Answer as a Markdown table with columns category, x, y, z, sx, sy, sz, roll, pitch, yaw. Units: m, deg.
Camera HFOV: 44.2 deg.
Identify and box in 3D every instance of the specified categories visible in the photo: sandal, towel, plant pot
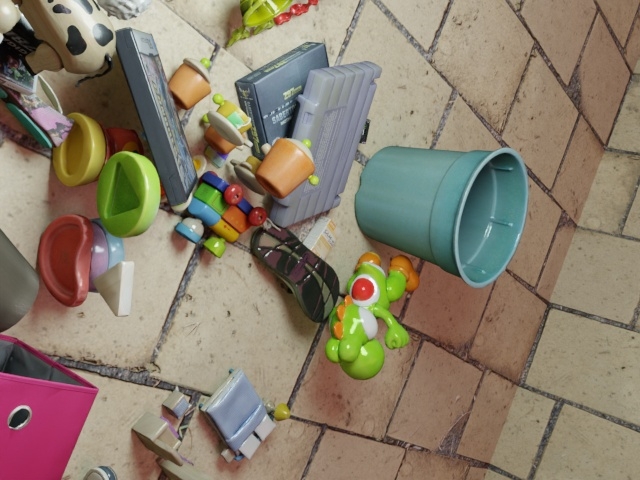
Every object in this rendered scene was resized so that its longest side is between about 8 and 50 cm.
| category | x | y | z | sx | sy | sz | roll | pitch | yaw |
| --- | --- | --- | --- | --- | --- | --- | --- | --- | --- |
| sandal | -0.057 | 0.066 | 1.815 | 0.120 | 0.086 | 0.303 | -49 | 121 | -19 |
| towel | -0.200 | -0.194 | 1.596 | 0.083 | 0.009 | 0.060 | -60 | 141 | -16 |
| plant pot | 0.290 | -0.088 | 1.967 | 0.341 | 0.334 | 0.341 | -21 | 118 | -44 |

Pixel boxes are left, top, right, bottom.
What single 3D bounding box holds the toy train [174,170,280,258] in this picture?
| category | x | y | z | sx | sy | sz | roll | pitch | yaw |
| --- | --- | --- | --- | --- | --- | --- | --- | --- | --- |
| toy train | -0.183 | -0.022 | 1.616 | 0.143 | 0.105 | 0.248 | -54 | 139 | -7 |

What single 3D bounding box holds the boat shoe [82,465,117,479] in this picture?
| category | x | y | z | sx | sy | sz | roll | pitch | yaw |
| --- | --- | --- | --- | --- | --- | --- | --- | --- | --- |
| boat shoe | -0.410 | 0.541 | 1.545 | 0.079 | 0.095 | 0.254 | -20 | 119 | -44 |

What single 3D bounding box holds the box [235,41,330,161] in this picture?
| category | x | y | z | sx | sy | sz | roll | pitch | yaw |
| --- | --- | --- | --- | --- | --- | --- | --- | --- | --- |
| box | -0.065 | -0.297 | 1.680 | 0.233 | 0.059 | 0.183 | -38 | 130 | -37 |

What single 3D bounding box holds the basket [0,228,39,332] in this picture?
| category | x | y | z | sx | sy | sz | roll | pitch | yaw |
| --- | --- | --- | --- | --- | --- | --- | --- | --- | --- |
| basket | -0.541 | 0.034 | 1.163 | 0.204 | 0.154 | 0.227 | -56 | 142 | -19 |

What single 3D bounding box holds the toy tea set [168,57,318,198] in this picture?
| category | x | y | z | sx | sy | sz | roll | pitch | yaw |
| --- | --- | --- | --- | --- | --- | --- | --- | --- | --- |
| toy tea set | -0.139 | -0.218 | 1.501 | 0.124 | 0.200 | 0.336 | -50 | 127 | -13 |

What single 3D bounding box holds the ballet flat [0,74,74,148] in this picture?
| category | x | y | z | sx | sy | sz | roll | pitch | yaw |
| --- | --- | --- | --- | --- | --- | --- | --- | --- | --- |
| ballet flat | -0.465 | -0.234 | 1.203 | 0.221 | 0.077 | 0.079 | 48 | 65 | -41 |

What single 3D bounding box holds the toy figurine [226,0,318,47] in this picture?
| category | x | y | z | sx | sy | sz | roll | pitch | yaw |
| --- | --- | --- | --- | --- | --- | --- | --- | --- | --- |
| toy figurine | -0.078 | -0.562 | 1.550 | 0.362 | 0.191 | 0.217 | -33 | 97 | -30 |

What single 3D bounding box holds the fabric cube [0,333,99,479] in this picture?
| category | x | y | z | sx | sy | sz | roll | pitch | yaw |
| --- | --- | --- | --- | --- | --- | --- | --- | --- | --- |
| fabric cube | -0.538 | 0.279 | 1.163 | 0.254 | 0.259 | 0.258 | 29 | 81 | -52 |

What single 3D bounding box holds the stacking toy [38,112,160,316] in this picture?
| category | x | y | z | sx | sy | sz | roll | pitch | yaw |
| --- | --- | --- | --- | --- | --- | --- | --- | --- | --- |
| stacking toy | -0.328 | -0.033 | 1.292 | 0.130 | 0.279 | 0.309 | 1 | 107 | -49 |

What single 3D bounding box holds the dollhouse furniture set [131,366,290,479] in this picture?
| category | x | y | z | sx | sy | sz | roll | pitch | yaw |
| --- | --- | --- | --- | --- | --- | --- | --- | --- | --- |
| dollhouse furniture set | -0.182 | 0.408 | 1.689 | 0.303 | 0.198 | 0.286 | -47 | 135 | -29 |

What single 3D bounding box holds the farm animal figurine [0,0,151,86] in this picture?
| category | x | y | z | sx | sy | sz | roll | pitch | yaw |
| --- | --- | --- | --- | --- | --- | --- | --- | --- | --- |
| farm animal figurine | -0.377 | -0.325 | 0.988 | 0.327 | 0.172 | 0.330 | 46 | 59 | -40 |

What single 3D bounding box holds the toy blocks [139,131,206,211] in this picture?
| category | x | y | z | sx | sy | sz | roll | pitch | yaw |
| --- | --- | --- | --- | --- | --- | --- | --- | --- | --- |
| toy blocks | -0.293 | -0.135 | 1.470 | 0.148 | 0.054 | 0.123 | 34 | 76 | -50 |

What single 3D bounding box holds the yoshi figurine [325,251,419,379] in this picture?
| category | x | y | z | sx | sy | sz | roll | pitch | yaw |
| --- | --- | --- | --- | --- | --- | --- | --- | --- | --- |
| yoshi figurine | 0.118 | 0.200 | 1.932 | 0.203 | 0.203 | 0.362 | -51 | -176 | 44 |

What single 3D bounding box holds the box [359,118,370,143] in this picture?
| category | x | y | z | sx | sy | sz | roll | pitch | yaw |
| --- | --- | --- | --- | --- | --- | --- | --- | --- | --- |
| box | 0.070 | -0.265 | 1.862 | 0.083 | 0.052 | 0.062 | 2 | 101 | -52 |

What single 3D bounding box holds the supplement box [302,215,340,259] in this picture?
| category | x | y | z | sx | sy | sz | roll | pitch | yaw |
| --- | --- | --- | --- | --- | --- | --- | --- | --- | --- |
| supplement box | 0.000 | 0.000 | 1.887 | 0.098 | 0.036 | 0.062 | -58 | 140 | -18 |

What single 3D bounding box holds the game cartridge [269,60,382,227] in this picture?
| category | x | y | z | sx | sy | sz | roll | pitch | yaw |
| --- | --- | --- | --- | --- | --- | --- | --- | --- | --- |
| game cartridge | 0.006 | -0.211 | 1.716 | 0.230 | 0.068 | 0.355 | -19 | 135 | -48 |

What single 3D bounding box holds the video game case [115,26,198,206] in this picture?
| category | x | y | z | sx | sy | sz | roll | pitch | yaw |
| --- | --- | --- | --- | --- | --- | --- | --- | --- | --- |
| video game case | -0.265 | -0.209 | 1.303 | 0.035 | 0.248 | 0.275 | -17 | 103 | -1 |

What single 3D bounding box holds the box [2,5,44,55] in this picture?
| category | x | y | z | sx | sy | sz | roll | pitch | yaw |
| --- | --- | --- | --- | --- | --- | --- | --- | --- | --- |
| box | -0.450 | -0.454 | 1.084 | 0.295 | 0.073 | 0.293 | 33 | 65 | -44 |

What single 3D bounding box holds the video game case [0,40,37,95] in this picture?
| category | x | y | z | sx | sy | sz | roll | pitch | yaw |
| --- | --- | --- | --- | --- | --- | --- | --- | --- | --- |
| video game case | -0.480 | -0.326 | 1.135 | 0.173 | 0.022 | 0.190 | 24 | 58 | -49 |
